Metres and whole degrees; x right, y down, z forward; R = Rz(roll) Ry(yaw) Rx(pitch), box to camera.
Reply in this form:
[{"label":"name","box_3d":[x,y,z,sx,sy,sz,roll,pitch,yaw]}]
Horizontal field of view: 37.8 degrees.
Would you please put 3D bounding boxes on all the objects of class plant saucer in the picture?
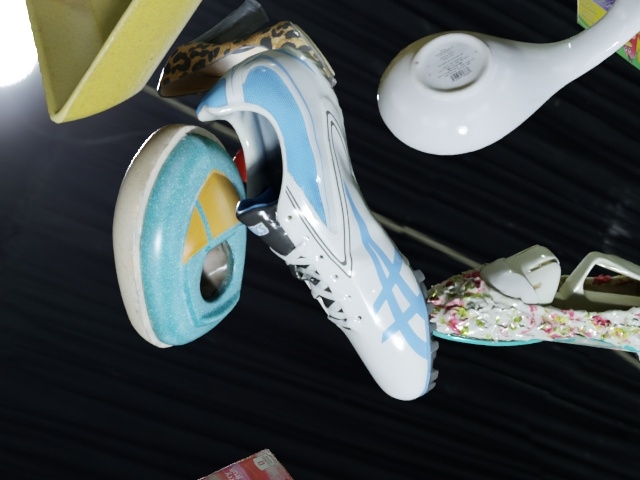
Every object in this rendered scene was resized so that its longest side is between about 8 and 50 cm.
[{"label":"plant saucer","box_3d":[-0.183,-0.314,0.976,0.333,0.081,0.333,-50,39,19]}]

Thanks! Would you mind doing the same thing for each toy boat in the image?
[{"label":"toy boat","box_3d":[-0.107,-0.031,1.110,0.318,0.148,0.268,-41,-41,-47]}]

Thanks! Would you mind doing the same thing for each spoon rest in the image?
[{"label":"spoon rest","box_3d":[0.185,-0.168,0.875,0.276,0.084,0.137,-26,59,2]}]

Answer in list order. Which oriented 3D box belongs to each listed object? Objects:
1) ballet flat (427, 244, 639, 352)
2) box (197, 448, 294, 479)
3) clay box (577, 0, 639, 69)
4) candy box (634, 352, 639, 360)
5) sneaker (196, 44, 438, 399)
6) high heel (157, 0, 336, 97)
[{"label":"ballet flat","box_3d":[0.196,0.042,0.759,0.091,0.240,0.077,-116,35,-59]},{"label":"box","box_3d":[-0.047,0.400,1.011,0.300,0.154,0.142,45,133,30]},{"label":"clay box","box_3d":[0.413,-0.275,1.149,0.222,0.127,0.053,-119,13,-50]},{"label":"candy box","box_3d":[0.459,0.151,1.005,0.233,0.159,0.071,55,148,14]},{"label":"sneaker","box_3d":[0.000,0.000,0.576,0.086,0.237,0.085,-30,13,-19]},{"label":"high heel","box_3d":[-0.099,-0.208,1.218,0.186,0.093,0.261,-41,45,-5]}]
